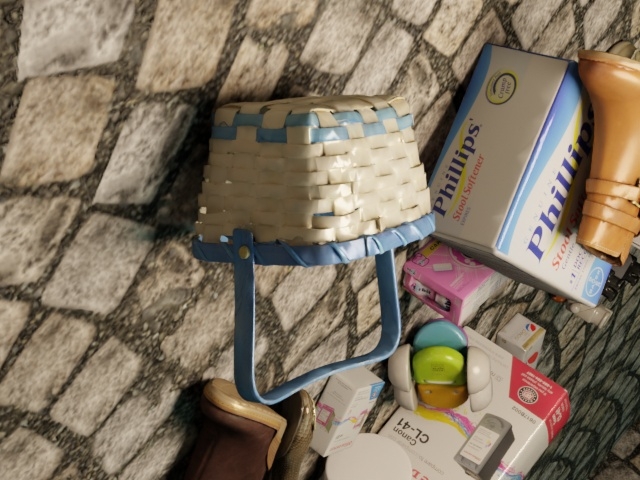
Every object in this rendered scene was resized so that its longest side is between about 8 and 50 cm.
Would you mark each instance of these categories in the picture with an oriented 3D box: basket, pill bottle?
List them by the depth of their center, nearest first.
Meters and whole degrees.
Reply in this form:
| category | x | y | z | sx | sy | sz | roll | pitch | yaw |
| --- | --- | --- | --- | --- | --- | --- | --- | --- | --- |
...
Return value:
| category | x | y | z | sx | sy | sz | roll | pitch | yaw |
| --- | --- | --- | --- | --- | --- | --- | --- | --- | --- |
| basket | 0.000 | 0.000 | 1.160 | 0.254 | 0.201 | 0.289 | -12 | 99 | -54 |
| pill bottle | 0.066 | 0.449 | 1.866 | 0.161 | 0.161 | 0.283 | -38 | 148 | -33 |

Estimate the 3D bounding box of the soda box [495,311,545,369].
| category | x | y | z | sx | sy | sz | roll | pitch | yaw |
| --- | --- | --- | --- | --- | --- | --- | --- | --- | --- |
| soda box | 0.384 | 0.246 | 2.285 | 0.074 | 0.069 | 0.216 | -39 | 149 | -31 |

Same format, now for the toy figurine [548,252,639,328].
| category | x | y | z | sx | sy | sz | roll | pitch | yaw |
| --- | --- | --- | --- | --- | --- | --- | --- | --- | --- |
| toy figurine | 0.544 | 0.044 | 2.259 | 0.213 | 0.148 | 0.209 | -49 | 159 | -21 |

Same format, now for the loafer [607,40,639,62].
| category | x | y | z | sx | sy | sz | roll | pitch | yaw |
| --- | --- | --- | --- | --- | --- | --- | --- | --- | --- |
| loafer | 0.481 | -0.209 | 1.847 | 0.102 | 0.092 | 0.269 | 78 | 31 | -55 |

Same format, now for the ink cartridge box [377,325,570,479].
| category | x | y | z | sx | sy | sz | roll | pitch | yaw |
| --- | --- | --- | --- | --- | --- | --- | --- | --- | --- |
| ink cartridge box | 0.251 | 0.336 | 1.981 | 0.306 | 0.226 | 0.131 | -48 | 153 | -18 |

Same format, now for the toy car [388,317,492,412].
| category | x | y | z | sx | sy | sz | roll | pitch | yaw |
| --- | --- | --- | --- | --- | --- | --- | --- | --- | --- |
| toy car | 0.195 | 0.194 | 1.847 | 0.182 | 0.159 | 0.136 | 70 | 23 | -58 |

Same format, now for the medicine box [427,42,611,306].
| category | x | y | z | sx | sy | sz | roll | pitch | yaw |
| --- | --- | --- | --- | --- | --- | --- | --- | --- | --- |
| medicine box | 0.297 | -0.082 | 1.552 | 0.289 | 0.149 | 0.264 | 24 | 87 | -48 |

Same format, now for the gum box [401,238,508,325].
| category | x | y | z | sx | sy | sz | roll | pitch | yaw |
| --- | --- | --- | --- | --- | --- | --- | --- | --- | --- |
| gum box | 0.216 | 0.035 | 1.712 | 0.188 | 0.107 | 0.062 | -39 | 149 | -32 |

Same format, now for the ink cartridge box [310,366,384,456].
| category | x | y | z | sx | sy | sz | roll | pitch | yaw |
| --- | --- | --- | --- | --- | --- | --- | --- | --- | --- |
| ink cartridge box | 0.032 | 0.253 | 1.708 | 0.088 | 0.052 | 0.122 | -3 | 123 | -59 |

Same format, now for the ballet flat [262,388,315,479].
| category | x | y | z | sx | sy | sz | roll | pitch | yaw |
| --- | --- | --- | --- | --- | --- | --- | --- | --- | --- |
| ballet flat | -0.040 | 0.297 | 1.592 | 0.058 | 0.084 | 0.250 | 6 | 128 | -14 |

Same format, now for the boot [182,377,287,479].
| category | x | y | z | sx | sy | sz | roll | pitch | yaw |
| --- | --- | --- | --- | --- | --- | --- | --- | --- | --- |
| boot | -0.132 | 0.286 | 1.419 | 0.207 | 0.090 | 0.248 | -55 | 158 | -8 |

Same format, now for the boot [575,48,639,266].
| category | x | y | z | sx | sy | sz | roll | pitch | yaw |
| --- | --- | --- | --- | --- | --- | --- | --- | --- | --- |
| boot | 0.362 | -0.099 | 1.441 | 0.283 | 0.109 | 0.220 | 30 | 86 | -55 |

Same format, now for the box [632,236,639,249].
| category | x | y | z | sx | sy | sz | roll | pitch | yaw |
| --- | --- | --- | --- | --- | --- | --- | --- | --- | --- |
| box | 0.599 | -0.070 | 2.043 | 0.087 | 0.290 | 0.169 | -13 | 132 | -55 |
